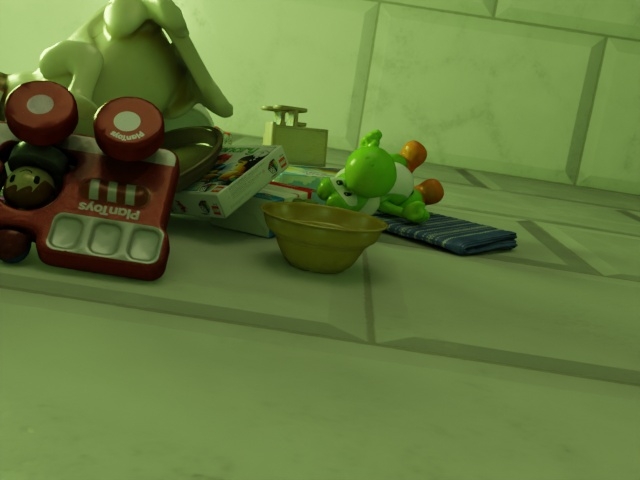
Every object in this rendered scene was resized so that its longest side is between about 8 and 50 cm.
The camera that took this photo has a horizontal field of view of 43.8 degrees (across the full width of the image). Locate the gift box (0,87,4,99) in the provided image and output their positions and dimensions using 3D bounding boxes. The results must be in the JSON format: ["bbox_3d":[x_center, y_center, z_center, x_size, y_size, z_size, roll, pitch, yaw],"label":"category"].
[{"bbox_3d":[-0.694,-0.173,1.304,0.258,0.276,0.255,13,-1,39],"label":"gift box"}]

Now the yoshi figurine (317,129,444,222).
[{"bbox_3d":[0.150,-0.137,1.752,0.203,0.203,0.362,22,23,33],"label":"yoshi figurine"}]

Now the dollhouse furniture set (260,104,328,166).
[{"bbox_3d":[-0.113,-0.251,2.099,0.161,0.212,0.242,1,5,-31],"label":"dollhouse furniture set"}]

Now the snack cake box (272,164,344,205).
[{"bbox_3d":[-0.019,-0.128,1.946,0.264,0.089,0.152,1,13,-32],"label":"snack cake box"}]

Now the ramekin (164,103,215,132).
[{"bbox_3d":[-0.350,-0.215,1.729,0.273,0.273,0.127,-3,30,-45],"label":"ramekin"}]

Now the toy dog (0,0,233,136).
[{"bbox_3d":[-0.443,-0.288,1.485,0.408,0.284,0.395,-37,55,-11],"label":"toy dog"}]

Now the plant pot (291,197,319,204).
[{"bbox_3d":[-0.033,-0.038,1.526,0.083,0.079,0.083,9,12,-2],"label":"plant pot"}]

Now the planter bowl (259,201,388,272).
[{"bbox_3d":[0.000,0.000,1.337,0.217,0.090,0.217,8,11,-2],"label":"planter bowl"}]

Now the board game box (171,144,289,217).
[{"bbox_3d":[-0.236,-0.120,1.527,0.305,0.053,0.193,6,35,38],"label":"board game box"}]

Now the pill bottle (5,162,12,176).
[{"bbox_3d":[-0.415,-0.093,1.331,0.215,0.117,0.117,21,13,7],"label":"pill bottle"}]

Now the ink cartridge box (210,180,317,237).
[{"bbox_3d":[-0.108,-0.070,1.623,0.134,0.078,0.231,13,13,21],"label":"ink cartridge box"}]

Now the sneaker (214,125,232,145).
[{"bbox_3d":[-0.335,-0.232,2.075,0.090,0.145,0.270,17,15,36],"label":"sneaker"}]

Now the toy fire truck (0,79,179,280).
[{"bbox_3d":[-0.356,-0.074,1.149,0.302,0.169,0.254,9,55,-6],"label":"toy fire truck"}]

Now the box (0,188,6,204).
[{"bbox_3d":[-0.529,-0.069,1.437,0.116,0.029,0.162,11,13,5],"label":"box"}]

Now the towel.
[{"bbox_3d":[0.246,-0.023,1.797,0.336,0.040,0.243,17,16,40],"label":"towel"}]

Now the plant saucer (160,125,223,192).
[{"bbox_3d":[-0.309,-0.138,1.503,0.278,0.041,0.278,-16,28,9],"label":"plant saucer"}]
